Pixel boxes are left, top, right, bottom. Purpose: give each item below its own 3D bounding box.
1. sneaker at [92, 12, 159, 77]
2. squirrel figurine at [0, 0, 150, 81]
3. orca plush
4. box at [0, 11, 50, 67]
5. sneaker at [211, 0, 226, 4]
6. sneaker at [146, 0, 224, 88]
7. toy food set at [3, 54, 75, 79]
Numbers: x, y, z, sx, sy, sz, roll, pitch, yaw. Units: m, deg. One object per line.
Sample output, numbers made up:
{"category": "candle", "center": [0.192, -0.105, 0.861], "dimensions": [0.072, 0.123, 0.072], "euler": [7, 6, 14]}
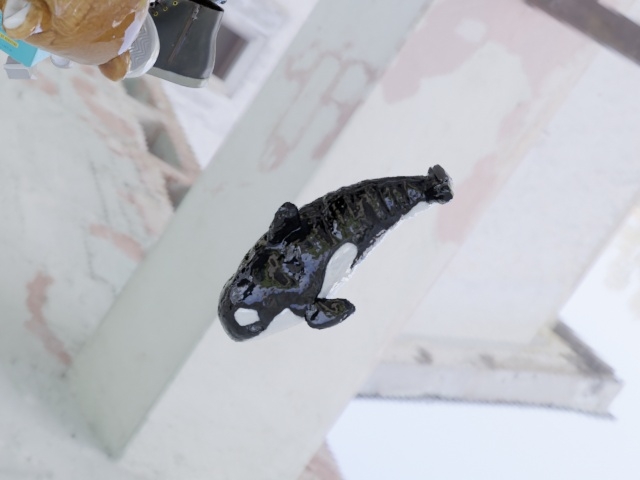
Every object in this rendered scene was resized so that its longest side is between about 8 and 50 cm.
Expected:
{"category": "sneaker", "center": [-0.286, -0.274, 1.435], "dimensions": [0.292, 0.108, 0.169], "euler": [37, 179, 17]}
{"category": "squirrel figurine", "center": [-0.339, -0.279, 1.144], "dimensions": [0.370, 0.397, 0.281], "euler": [50, -172, 14]}
{"category": "orca plush", "center": [0.000, 0.000, 1.215], "dimensions": [0.102, 0.287, 0.151], "euler": [44, -151, -48]}
{"category": "box", "center": [-0.376, -0.359, 1.589], "dimensions": [0.100, 0.244, 0.060], "euler": [33, -146, 2]}
{"category": "sneaker", "center": [-0.159, -0.452, 1.937], "dimensions": [0.340, 0.125, 0.139], "euler": [6, 165, 27]}
{"category": "sneaker", "center": [-0.241, -0.292, 1.582], "dimensions": [0.222, 0.118, 0.083], "euler": [15, -155, -9]}
{"category": "toy food set", "center": [-0.536, -0.328, 1.999], "dimensions": [0.232, 0.111, 0.104], "euler": [1, -174, 4]}
